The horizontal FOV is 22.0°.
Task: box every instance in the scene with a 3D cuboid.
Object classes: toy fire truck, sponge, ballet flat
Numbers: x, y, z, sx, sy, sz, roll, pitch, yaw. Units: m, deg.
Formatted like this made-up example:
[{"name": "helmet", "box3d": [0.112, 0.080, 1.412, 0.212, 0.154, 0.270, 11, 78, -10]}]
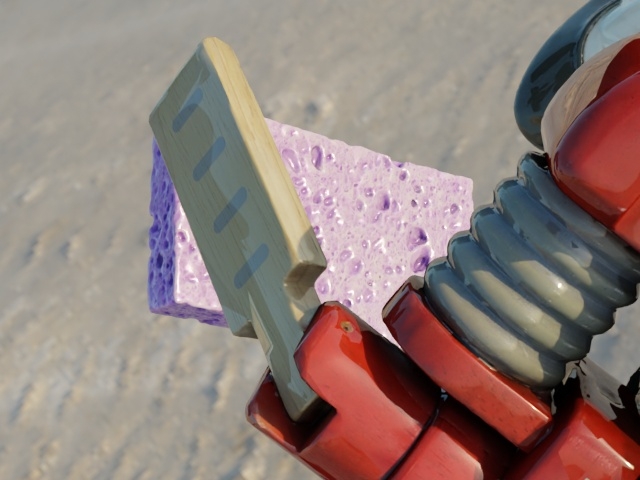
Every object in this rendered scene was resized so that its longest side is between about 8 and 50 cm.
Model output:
[{"name": "toy fire truck", "box3d": [0.060, 0.006, 0.530, 0.217, 0.246, 0.158, -52, 5, 15]}, {"name": "sponge", "box3d": [0.000, 0.000, 0.922, 0.031, 0.210, 0.117, -21, 62, 50]}, {"name": "ballet flat", "box3d": [0.252, -0.152, 1.086, 0.280, 0.095, 0.096, -32, -1, 2]}]
